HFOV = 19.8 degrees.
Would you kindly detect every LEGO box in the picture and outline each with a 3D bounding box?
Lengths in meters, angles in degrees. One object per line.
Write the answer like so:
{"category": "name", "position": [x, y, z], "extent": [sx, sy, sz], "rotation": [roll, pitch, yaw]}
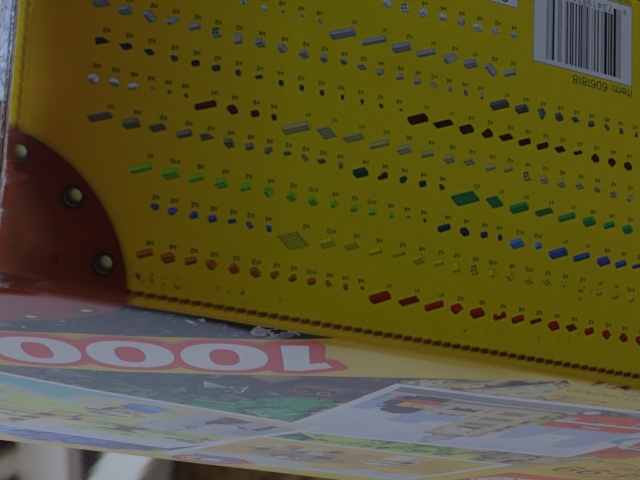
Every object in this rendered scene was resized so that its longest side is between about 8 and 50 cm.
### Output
{"category": "LEGO box", "position": [0.000, 0.000, 0.919], "extent": [0.500, 0.193, 0.372], "rotation": [11, -17, -30]}
